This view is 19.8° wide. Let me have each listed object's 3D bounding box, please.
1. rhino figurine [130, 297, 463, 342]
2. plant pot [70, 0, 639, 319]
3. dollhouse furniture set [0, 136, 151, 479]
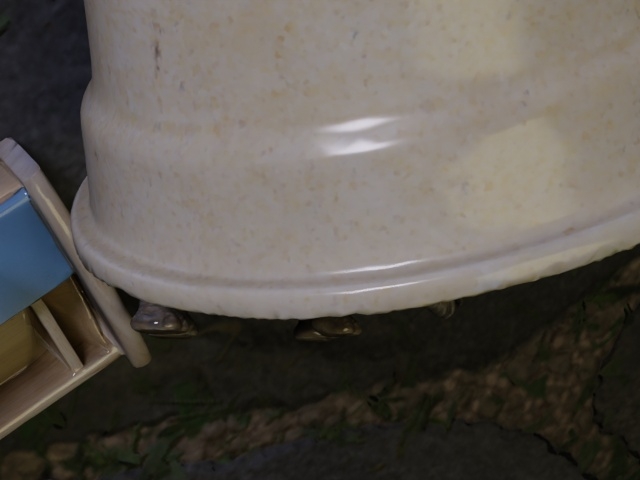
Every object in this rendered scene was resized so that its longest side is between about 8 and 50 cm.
[{"bbox_3d":[0.000,0.000,0.982,0.243,0.073,0.106,3,83,-35],"label":"rhino figurine"},{"bbox_3d":[0.018,-0.177,0.772,0.334,0.334,0.305,-22,115,-21],"label":"plant pot"},{"bbox_3d":[-0.123,0.149,0.844,0.198,0.303,0.286,-34,129,-11],"label":"dollhouse furniture set"}]
